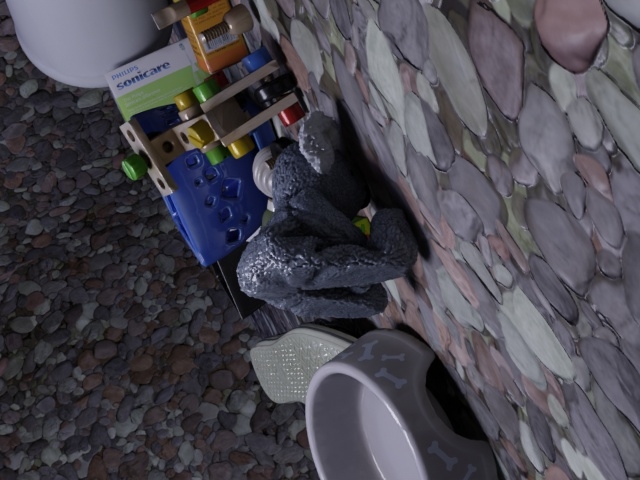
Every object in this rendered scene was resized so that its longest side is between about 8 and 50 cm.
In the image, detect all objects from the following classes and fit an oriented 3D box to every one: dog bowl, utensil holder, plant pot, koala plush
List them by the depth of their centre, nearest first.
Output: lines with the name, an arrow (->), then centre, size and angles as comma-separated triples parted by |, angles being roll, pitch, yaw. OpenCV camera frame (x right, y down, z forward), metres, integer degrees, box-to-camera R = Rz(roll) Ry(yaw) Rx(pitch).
koala plush -> -0.007, -0.036, 1.181 | 0.196, 0.203, 0.221 | 117, 151, -60
dog bowl -> 0.099, 0.305, 1.357 | 0.348, 0.102, 0.349 | 33, 131, 48
plant pot -> -0.183, -0.131, 1.687 | 0.236, 0.212, 0.236 | 45, 159, 59
utensil holder -> -0.460, -0.530, 1.823 | 0.328, 0.327, 0.385 | 61, 167, 16
plant pot -> -0.149, 0.019, 2.006 | 0.188, 0.166, 0.188 | 48, 161, 54

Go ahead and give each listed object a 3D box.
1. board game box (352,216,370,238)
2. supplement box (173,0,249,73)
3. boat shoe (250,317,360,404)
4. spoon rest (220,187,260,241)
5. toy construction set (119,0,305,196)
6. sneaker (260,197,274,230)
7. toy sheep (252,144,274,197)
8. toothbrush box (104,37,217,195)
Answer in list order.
board game box -> 0.011, 0.001, 1.373 | 0.043, 0.092, 0.181 | 65, 170, -9
supplement box -> -0.193, -0.386, 1.497 | 0.078, 0.080, 0.234 | 40, 152, 62
boat shoe -> 0.020, 0.222, 1.726 | 0.500, 0.155, 0.187 | -14, 97, 68
spoon rest -> -0.123, -0.029, 1.812 | 0.276, 0.084, 0.137 | 26, 176, 46
toy construction set -> -0.180, -0.195, 1.362 | 0.257, 0.237, 0.309 | 33, 147, 48
sneaker -> -0.061, -0.016, 1.552 | 0.064, 0.086, 0.192 | 18, 180, 12
toy sheep -> -0.065, -0.107, 1.522 | 0.132, 0.091, 0.091 | 52, 165, 58
toothbrush box -> -0.275, -0.237, 1.910 | 0.283, 0.206, 0.122 | 62, 170, 10
